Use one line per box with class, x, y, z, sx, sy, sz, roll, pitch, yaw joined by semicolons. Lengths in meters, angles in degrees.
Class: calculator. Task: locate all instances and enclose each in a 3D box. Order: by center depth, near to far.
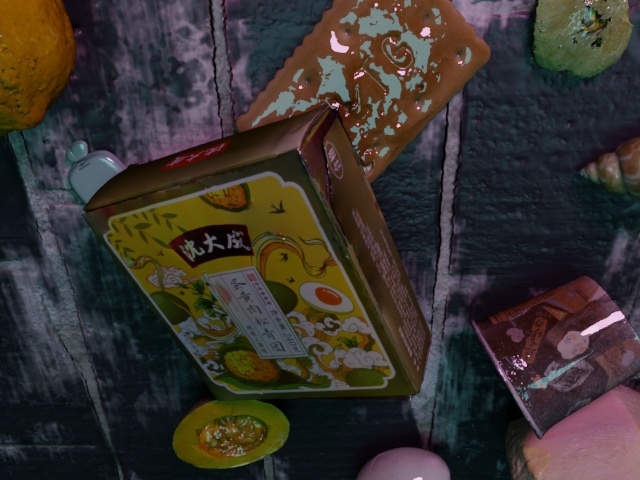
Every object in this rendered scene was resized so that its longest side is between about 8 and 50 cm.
calculator;-0.342;-0.088;0.852;0.095;0.021;0.153;-28;117;14

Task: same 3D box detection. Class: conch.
conch;0.495;-0.107;0.779;0.173;0.106;0.116;-33;91;-3

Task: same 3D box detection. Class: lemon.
lemon;-0.441;-0.263;0.632;0.258;0.258;0.310;-28;112;15

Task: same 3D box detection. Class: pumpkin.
pumpkin;-0.172;0.342;1.037;0.217;0.110;0.217;-6;120;-10

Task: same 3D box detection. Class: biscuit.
biscuit;0.056;-0.205;0.742;0.217;0.044;0.325;40;103;-18

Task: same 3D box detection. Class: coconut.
coconut;0.345;-0.283;0.714;0.133;0.055;0.158;-39;109;18
coconut;0.515;0.398;0.936;0.309;0.297;0.297;-31;113;22

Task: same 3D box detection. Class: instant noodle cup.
instant noodle cup;0.386;0.178;0.877;0.207;0.217;0.217;-32;113;10

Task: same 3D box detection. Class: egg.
egg;0.160;0.494;1.074;0.209;0.151;0.151;-34;112;13

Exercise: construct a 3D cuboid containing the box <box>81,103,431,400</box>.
box;-0.078;0.055;0.794;0.373;0.138;0.420;-10;122;29
